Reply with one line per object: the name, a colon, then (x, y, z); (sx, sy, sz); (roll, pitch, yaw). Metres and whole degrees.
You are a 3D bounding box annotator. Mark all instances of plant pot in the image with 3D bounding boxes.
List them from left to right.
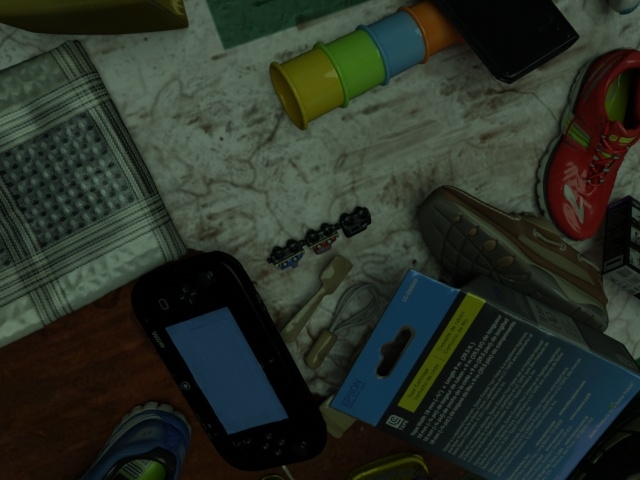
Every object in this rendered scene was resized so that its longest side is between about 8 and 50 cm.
plant pot: (-0.282, -0.333, 0.708); (0.187, 0.212, 0.212); (-13, 100, 2)

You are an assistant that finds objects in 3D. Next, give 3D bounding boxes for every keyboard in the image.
keyboard: (0.215, -0.365, 0.827); (0.201, 0.033, 0.317); (-33, 82, -9)

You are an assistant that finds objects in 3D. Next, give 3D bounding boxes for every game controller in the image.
game controller: (-0.118, 0.167, 0.844); (0.166, 0.067, 0.319); (-23, 105, 13)

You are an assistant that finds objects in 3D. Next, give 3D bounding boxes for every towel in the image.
towel: (-0.378, -0.048, 0.796); (0.324, 0.056, 0.312); (-25, 102, -6)

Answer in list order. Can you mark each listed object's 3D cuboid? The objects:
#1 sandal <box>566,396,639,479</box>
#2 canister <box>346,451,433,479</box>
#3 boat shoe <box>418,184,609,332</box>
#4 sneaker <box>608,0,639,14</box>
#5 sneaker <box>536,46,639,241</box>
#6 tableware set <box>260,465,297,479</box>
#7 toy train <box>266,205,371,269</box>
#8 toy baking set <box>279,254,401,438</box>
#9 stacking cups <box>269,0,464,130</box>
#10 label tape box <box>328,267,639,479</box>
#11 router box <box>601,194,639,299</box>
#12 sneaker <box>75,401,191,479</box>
sandal: (0.448, 0.359, 0.998); (0.303, 0.120, 0.086); (-41, 131, -1)
canister: (0.113, 0.374, 0.891); (0.126, 0.170, 0.073); (-15, 100, -8)
boat shoe: (0.276, 0.018, 0.912); (0.324, 0.123, 0.116); (36, 57, -16)
sneaker: (0.394, -0.424, 0.885); (0.092, 0.087, 0.228); (-9, 93, -3)
sneaker: (0.389, -0.134, 0.900); (0.107, 0.118, 0.279); (10, 95, -11)
tableware set: (-0.084, 0.406, 0.932); (0.154, 0.024, 0.104); (-34, 103, -5)
toy train: (0.000, 0.000, 0.892); (0.158, 0.027, 0.036); (-26, 113, -7)
toy baking set: (0.012, 0.157, 0.916); (0.197, 0.030, 0.256); (-24, 107, -12)
stacking cups: (0.089, -0.260, 0.847); (0.316, 0.096, 0.096); (-31, 102, -10)
label tape box: (0.214, 0.181, 0.874); (0.334, 0.106, 0.240); (26, 112, -3)
router box: (0.500, 0.033, 0.950); (0.179, 0.046, 0.133); (30, 56, -13)
sneaker: (-0.292, 0.367, 0.824); (0.130, 0.147, 0.330); (35, 91, -13)
